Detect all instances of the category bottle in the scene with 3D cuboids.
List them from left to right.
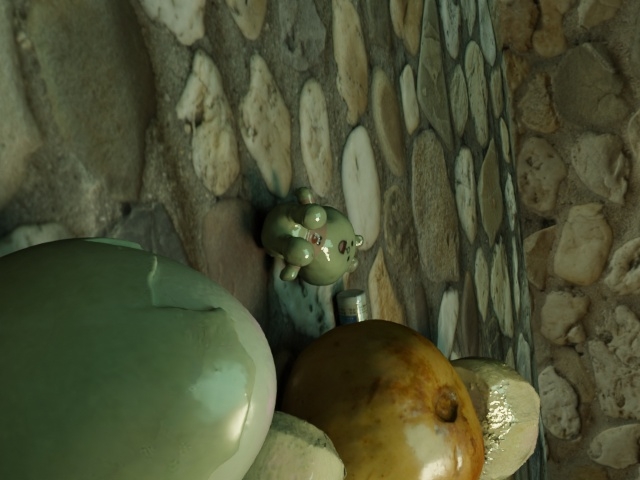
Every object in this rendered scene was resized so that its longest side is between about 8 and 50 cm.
[{"bbox_3d":[0.072,0.203,1.374,0.060,0.060,0.217,-27,110,-60],"label":"bottle"}]

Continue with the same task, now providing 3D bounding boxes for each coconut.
[{"bbox_3d":[-0.079,0.344,0.923,0.224,0.224,0.234,62,40,-39],"label":"coconut"},{"bbox_3d":[0.365,0.411,1.674,0.254,0.297,0.298,18,72,-46],"label":"coconut"}]

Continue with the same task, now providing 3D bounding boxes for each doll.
[{"bbox_3d":[-0.013,-0.002,1.189,0.275,0.113,0.155,22,78,-67],"label":"doll"}]

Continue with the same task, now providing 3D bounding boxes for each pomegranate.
[{"bbox_3d":[0.082,0.303,1.144,0.338,0.338,0.339,8,81,-62],"label":"pomegranate"}]

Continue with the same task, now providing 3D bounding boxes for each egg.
[{"bbox_3d":[-0.188,0.136,0.606,0.278,0.335,0.279,-8,90,-66],"label":"egg"}]
